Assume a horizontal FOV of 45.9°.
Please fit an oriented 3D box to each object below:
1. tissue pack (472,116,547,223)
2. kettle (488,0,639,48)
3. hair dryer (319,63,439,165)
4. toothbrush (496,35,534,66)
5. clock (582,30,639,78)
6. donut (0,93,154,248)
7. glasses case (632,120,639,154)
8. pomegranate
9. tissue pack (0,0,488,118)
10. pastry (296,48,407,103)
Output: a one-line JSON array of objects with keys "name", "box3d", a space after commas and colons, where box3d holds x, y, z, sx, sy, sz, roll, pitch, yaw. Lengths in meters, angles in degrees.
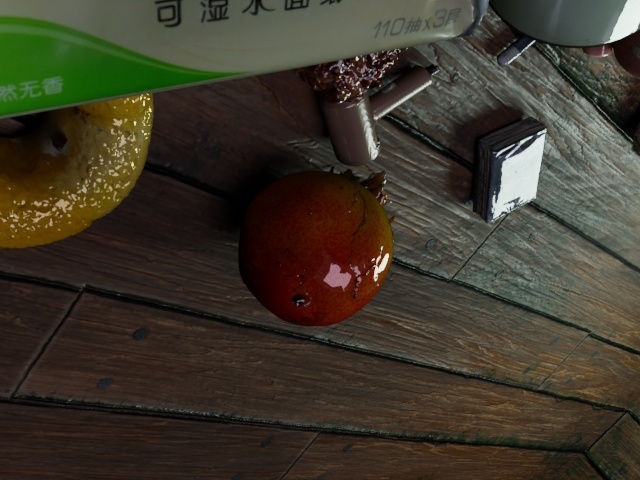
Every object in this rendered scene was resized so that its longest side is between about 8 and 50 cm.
[{"name": "tissue pack", "box3d": [0.308, -0.114, 1.237, 0.112, 0.051, 0.156, -25, 139, -18]}, {"name": "kettle", "box3d": [0.340, -0.377, 0.742, 0.376, 0.361, 0.250, 78, 28, -66]}, {"name": "hair dryer", "box3d": [0.084, -0.189, 0.996, 0.182, 0.064, 0.117, -36, 140, -15]}, {"name": "toothbrush", "box3d": [0.365, -0.346, 1.083, 0.288, 0.024, 0.026, -41, 155, 1]}, {"name": "clock", "box3d": [0.544, -0.310, 1.086, 0.227, 0.241, 0.142, -20, 134, -21]}, {"name": "donut", "box3d": [-0.291, -0.117, 0.731, 0.303, 0.110, 0.302, -22, 139, -20]}, {"name": "glasses case", "box3d": [0.688, -0.291, 1.333, 0.137, 0.085, 0.354, 9, 121, -43]}, {"name": "pomegranate", "box3d": [0.000, 0.000, 0.995, 0.235, 0.210, 0.210, -53, 146, -22]}, {"name": "tissue pack", "box3d": [-0.121, -0.268, 0.539, 0.405, 0.331, 0.205, -16, 137, -26]}, {"name": "pastry", "box3d": [0.052, -0.256, 0.868, 0.208, 0.097, 0.115, -50, 146, 16]}]
